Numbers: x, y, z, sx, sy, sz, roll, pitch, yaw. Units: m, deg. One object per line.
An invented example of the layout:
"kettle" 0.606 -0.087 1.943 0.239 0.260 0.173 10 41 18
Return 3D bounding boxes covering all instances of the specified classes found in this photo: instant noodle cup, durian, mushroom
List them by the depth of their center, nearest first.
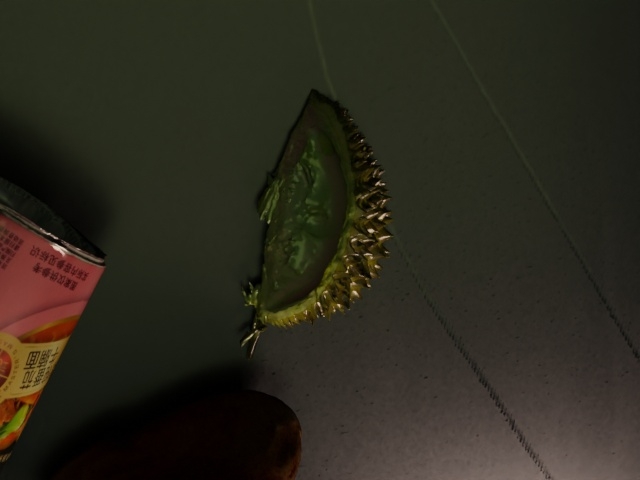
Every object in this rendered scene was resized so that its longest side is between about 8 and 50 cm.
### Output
"instant noodle cup" -0.283 0.072 0.955 0.244 0.244 0.255 34 90 -13
"durian" 0.000 0.000 1.049 0.100 0.086 0.215 18 98 24
"mushroom" -0.097 0.244 1.066 0.227 0.148 0.218 -19 120 3
